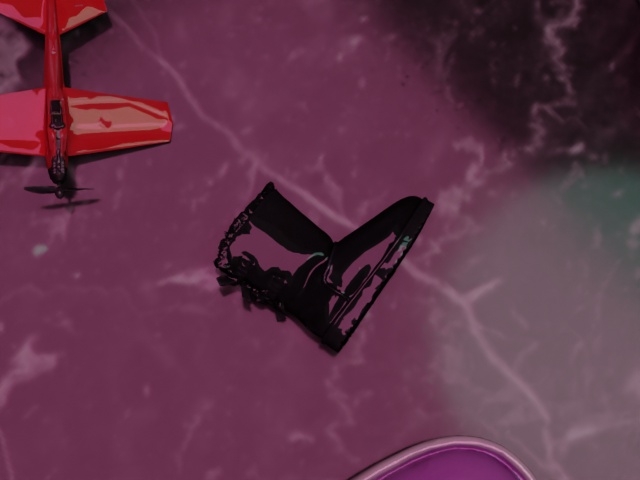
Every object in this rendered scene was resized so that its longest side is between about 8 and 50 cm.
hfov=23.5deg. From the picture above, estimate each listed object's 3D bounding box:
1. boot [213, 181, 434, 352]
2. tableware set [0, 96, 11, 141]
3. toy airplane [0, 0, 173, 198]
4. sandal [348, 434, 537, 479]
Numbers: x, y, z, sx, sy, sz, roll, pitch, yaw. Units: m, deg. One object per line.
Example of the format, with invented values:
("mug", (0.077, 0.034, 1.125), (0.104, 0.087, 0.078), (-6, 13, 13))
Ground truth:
("boot", (0.000, 0.000, 0.959), (0.099, 0.045, 0.121), (35, 82, 7))
("tableware set", (-0.276, -0.091, 0.970), (0.154, 0.024, 0.104), (39, 82, 4))
("toy airplane", (-0.165, -0.099, 0.966), (0.151, 0.028, 0.151), (3, 74, -11))
("sandal", (-0.014, 0.285, 0.883), (0.416, 0.102, 0.169), (-44, 85, -8))
